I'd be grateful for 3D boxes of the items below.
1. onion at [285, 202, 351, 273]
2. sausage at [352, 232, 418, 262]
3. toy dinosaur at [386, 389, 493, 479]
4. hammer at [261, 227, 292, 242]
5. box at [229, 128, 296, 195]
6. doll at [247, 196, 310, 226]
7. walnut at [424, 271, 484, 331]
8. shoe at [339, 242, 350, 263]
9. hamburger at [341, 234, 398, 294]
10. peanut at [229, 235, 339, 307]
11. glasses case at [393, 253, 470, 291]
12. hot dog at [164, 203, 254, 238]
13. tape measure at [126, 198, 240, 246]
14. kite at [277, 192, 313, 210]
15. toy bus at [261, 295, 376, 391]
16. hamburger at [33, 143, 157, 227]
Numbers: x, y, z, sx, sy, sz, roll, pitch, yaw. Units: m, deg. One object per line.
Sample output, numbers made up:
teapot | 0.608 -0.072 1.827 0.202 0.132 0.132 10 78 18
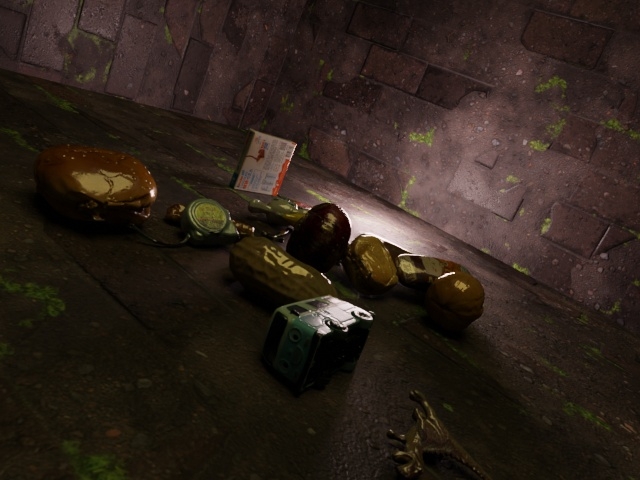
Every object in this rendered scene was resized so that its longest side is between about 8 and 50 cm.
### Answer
onion | 0.000 0.000 1.549 0.190 0.246 0.246 31 14 -8
sausage | 0.346 0.109 1.865 0.500 0.123 0.136 26 -9 -5
toy dinosaur | 0.228 0.393 0.923 0.251 0.072 0.200 30 22 -24
hammer | -0.142 -0.023 1.800 0.078 0.021 0.201 23 15 14
box | -0.260 -0.348 2.241 0.048 0.274 0.264 36 19 36
doll | -0.137 -0.110 1.924 0.251 0.111 0.237 21 14 5
walnut | 0.440 0.198 1.598 0.193 0.193 0.225 32 14 30
shoe | 0.088 0.050 1.774 0.078 0.079 0.195 34 10 -46
hamburger | 0.165 0.081 1.638 0.213 0.108 0.214 30 37 -25
peanut | -0.091 0.105 1.251 0.325 0.140 0.153 32 -26 4
glasses case | 0.401 0.123 1.740 0.320 0.082 0.122 10 49 -21
hot dog | -0.342 -0.057 1.550 0.288 0.068 0.083 15 11 -25
tape measure | -0.399 -0.046 1.395 0.330 0.084 0.164 0 51 -39
kite | -0.059 -0.158 2.377 0.321 0.016 0.233 32 18 29
toy bus | -0.010 0.203 1.052 0.164 0.133 0.271 25 12 26
hamburger | -0.590 -0.145 1.299 0.289 0.170 0.314 -5 33 -48
